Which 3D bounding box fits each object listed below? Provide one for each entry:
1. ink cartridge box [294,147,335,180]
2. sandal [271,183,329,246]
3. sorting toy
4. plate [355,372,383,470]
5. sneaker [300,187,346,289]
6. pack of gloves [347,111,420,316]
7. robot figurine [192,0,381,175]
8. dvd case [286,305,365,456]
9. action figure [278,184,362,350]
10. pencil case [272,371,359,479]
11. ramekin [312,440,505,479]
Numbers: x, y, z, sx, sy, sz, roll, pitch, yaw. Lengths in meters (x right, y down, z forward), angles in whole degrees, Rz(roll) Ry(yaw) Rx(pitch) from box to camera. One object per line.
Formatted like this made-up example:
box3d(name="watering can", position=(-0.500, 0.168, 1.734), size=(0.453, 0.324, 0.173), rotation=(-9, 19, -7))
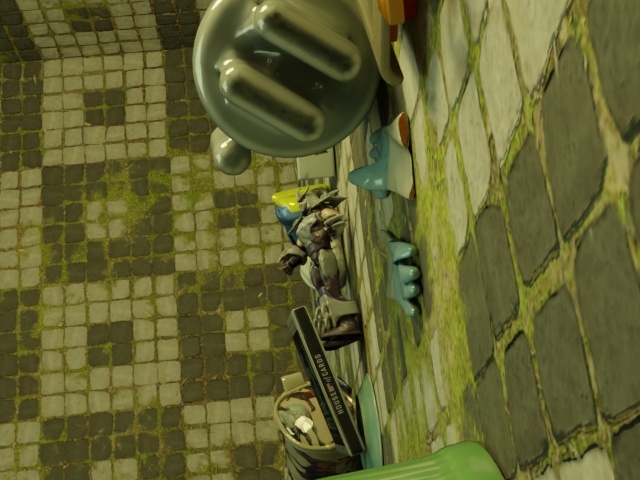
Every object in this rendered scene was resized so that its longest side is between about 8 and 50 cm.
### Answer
box3d(name="ink cartridge box", position=(-0.017, -0.214, 1.731), size=(0.127, 0.072, 0.175), rotation=(-106, 11, -72))
box3d(name="sandal", position=(-0.031, -0.047, 1.973), size=(0.317, 0.126, 0.138), rotation=(8, -107, -85))
box3d(name="sorting toy", position=(0.051, -0.250, 0.744), size=(0.347, 0.047, 0.196), rotation=(-99, 1, -53))
box3d(name="plate", position=(0.075, 0.304, 1.435), size=(0.188, 0.024, 0.188), rotation=(174, 90, -87))
box3d(name="sneaker", position=(0.000, 0.000, 1.700), size=(0.228, 0.088, 0.092), rotation=(-101, 9, -45))
box3d(name="pack of gloves", position=(0.060, -0.023, 0.947), size=(0.232, 0.046, 0.195), rotation=(-150, 55, -86))
box3d(name="robot figurine", position=(-0.041, -0.213, 1.040), size=(0.300, 0.200, 0.353), rotation=(-55, 14, 11))
box3d(name="dvd case", position=(0.004, 0.227, 1.457), size=(0.179, 0.030, 0.238), rotation=(114, 135, -78))
box3d(name="action figure", position=(0.001, 0.036, 1.525), size=(0.185, 0.099, 0.285), rotation=(128, 131, -61))
box3d(name="pencil case", position=(-0.002, 0.438, 1.782), size=(0.410, 0.160, 0.183), rotation=(88, 167, -46))
box3d(name="ramekin", position=(0.057, 0.300, 0.629), size=(0.303, 0.148, 0.303), rotation=(175, 90, -87))
